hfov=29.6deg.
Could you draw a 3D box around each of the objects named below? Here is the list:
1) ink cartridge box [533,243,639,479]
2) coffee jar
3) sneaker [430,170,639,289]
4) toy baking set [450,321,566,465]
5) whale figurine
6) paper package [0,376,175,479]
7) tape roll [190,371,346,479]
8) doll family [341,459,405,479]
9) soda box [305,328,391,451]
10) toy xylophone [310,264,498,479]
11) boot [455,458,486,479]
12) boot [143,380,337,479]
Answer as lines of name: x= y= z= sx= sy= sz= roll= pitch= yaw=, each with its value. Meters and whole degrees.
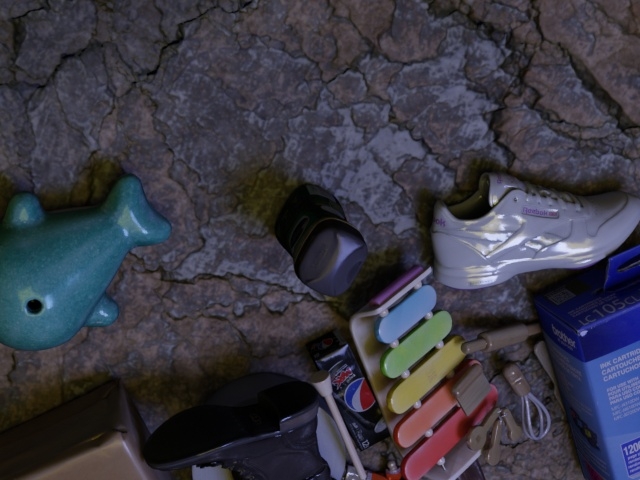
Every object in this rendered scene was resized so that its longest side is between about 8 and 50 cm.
ink cartridge box: x=0.479 y=0.167 z=1.746 sx=0.270 sy=0.151 sz=0.395 roll=-23 pitch=111 yaw=-9
coffee jar: x=0.000 y=0.000 z=1.566 sx=0.079 sy=0.184 sz=0.096 roll=25 pitch=103 yaw=-20
sneaker: x=0.296 y=-0.031 z=1.658 sx=0.305 sy=0.114 sz=0.152 roll=-15 pitch=114 yaw=-7
toy baking set: x=0.277 y=0.213 z=1.755 sx=0.256 sy=0.030 sz=0.196 roll=-16 pitch=107 yaw=-38
whale figurine: x=-0.321 y=0.031 z=1.532 sx=0.272 sy=0.141 sz=0.216 roll=-31 pitch=113 yaw=0
paper package: x=-0.340 y=0.406 z=1.653 sx=0.309 sy=0.168 sz=0.325 roll=-24 pitch=114 yaw=-1
tape roll: x=-0.078 y=0.301 z=1.723 sx=0.219 sy=0.072 sz=0.219 roll=-4 pitch=111 yaw=-12
doll family: x=0.071 y=0.457 z=1.787 sx=0.163 sy=0.118 sz=0.263 roll=18 pitch=105 yaw=-18
soda box: x=0.041 y=0.214 z=1.722 sx=0.053 sy=0.060 sz=0.169 roll=-28 pitch=114 yaw=-5
toy xylophone: x=0.120 y=0.205 z=1.683 sx=0.236 sy=0.081 sz=0.322 roll=-45 pitch=121 yaw=-27
boot: x=0.211 y=0.387 z=1.836 sx=0.106 sy=0.037 sz=0.114 roll=-36 pitch=117 yaw=-12
boot: x=-0.093 y=0.319 z=1.624 sx=0.263 sy=0.091 sz=0.229 roll=-15 pitch=125 yaw=-13
